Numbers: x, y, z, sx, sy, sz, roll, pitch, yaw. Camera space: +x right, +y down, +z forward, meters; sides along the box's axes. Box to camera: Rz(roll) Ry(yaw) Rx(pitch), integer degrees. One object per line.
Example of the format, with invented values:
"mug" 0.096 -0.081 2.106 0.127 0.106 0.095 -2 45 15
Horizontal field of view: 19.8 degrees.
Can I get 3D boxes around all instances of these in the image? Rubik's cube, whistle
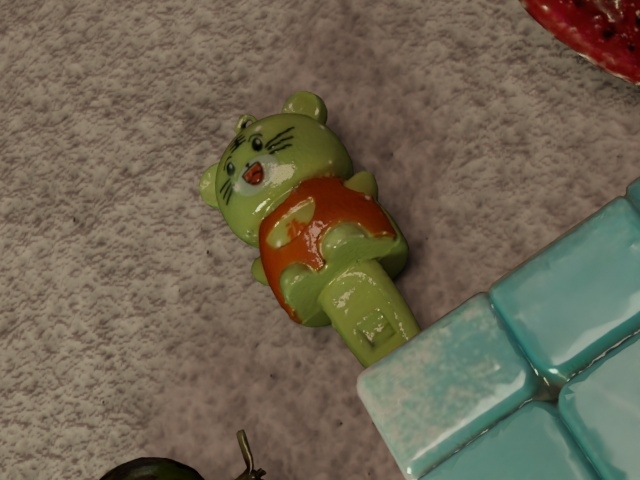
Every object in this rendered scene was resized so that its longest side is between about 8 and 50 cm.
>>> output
"Rubik's cube" 0.266 0.163 1.156 0.316 0.319 0.322 -35 58 9
"whistle" 0.000 0.000 1.466 0.131 0.106 0.288 -40 58 12

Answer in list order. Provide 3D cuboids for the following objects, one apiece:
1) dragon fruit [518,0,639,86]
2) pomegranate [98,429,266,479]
"dragon fruit" 0.311 -0.299 1.345 0.386 0.371 0.249 11 38 28
"pomegranate" -0.108 0.230 1.398 0.169 0.148 0.148 -23 61 18
